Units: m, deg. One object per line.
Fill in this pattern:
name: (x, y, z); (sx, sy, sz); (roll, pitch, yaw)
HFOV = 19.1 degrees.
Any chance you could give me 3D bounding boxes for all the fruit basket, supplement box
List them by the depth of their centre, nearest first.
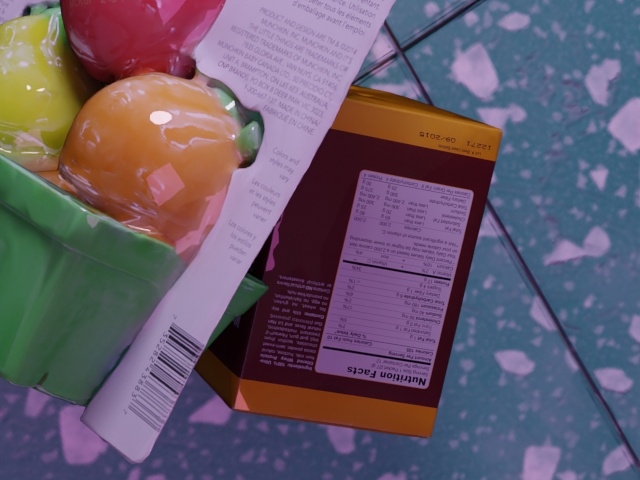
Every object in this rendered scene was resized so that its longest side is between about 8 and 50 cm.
fruit basket: (-0.104, -0.086, 1.100); (0.165, 0.327, 0.353); (34, 86, -47)
supplement box: (0.000, 0.000, 1.193); (0.129, 0.191, 0.194); (10, 97, -20)
